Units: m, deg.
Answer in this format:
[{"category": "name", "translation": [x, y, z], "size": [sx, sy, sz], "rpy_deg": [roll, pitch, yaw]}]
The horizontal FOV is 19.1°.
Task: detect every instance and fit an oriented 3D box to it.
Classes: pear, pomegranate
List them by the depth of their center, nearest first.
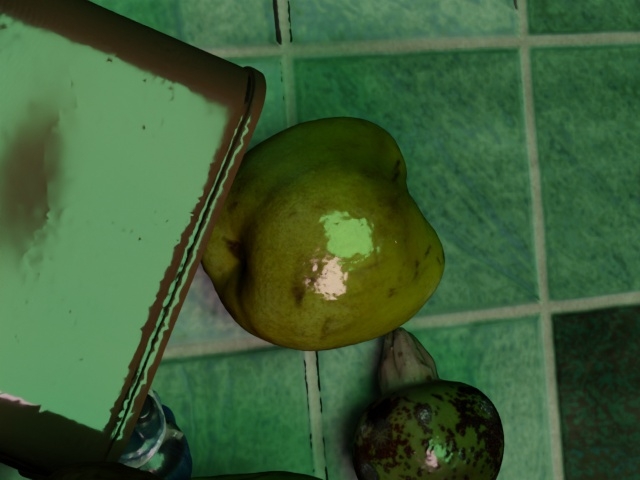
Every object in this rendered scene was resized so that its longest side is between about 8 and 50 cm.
[{"category": "pear", "translation": [0.000, 0.000, 1.575], "size": [0.200, 0.200, 0.200], "rpy_deg": [1, 89, -28]}, {"category": "pomegranate", "translation": [0.088, 0.166, 1.664], "size": [0.138, 0.163, 0.126], "rpy_deg": [-11, 133, -13]}]

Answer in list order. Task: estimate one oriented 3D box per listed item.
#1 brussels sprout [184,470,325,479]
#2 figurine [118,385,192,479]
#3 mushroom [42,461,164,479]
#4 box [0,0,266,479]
[{"category": "brussels sprout", "translation": [-0.063, 0.288, 1.516], "size": [0.244, 0.244, 0.244], "rpy_deg": [1, 89, -28]}, {"category": "figurine", "translation": [-0.144, 0.159, 1.522], "size": [0.087, 0.149, 0.086], "rpy_deg": [37, 71, 16]}, {"category": "mushroom", "translation": [-0.213, 0.280, 1.235], "size": [0.356, 0.334, 0.331], "rpy_deg": [39, 51, -2]}, {"category": "box", "translation": [-0.231, -0.013, 1.422], "size": [0.229, 0.239, 0.339], "rpy_deg": [25, 78, -23]}]
